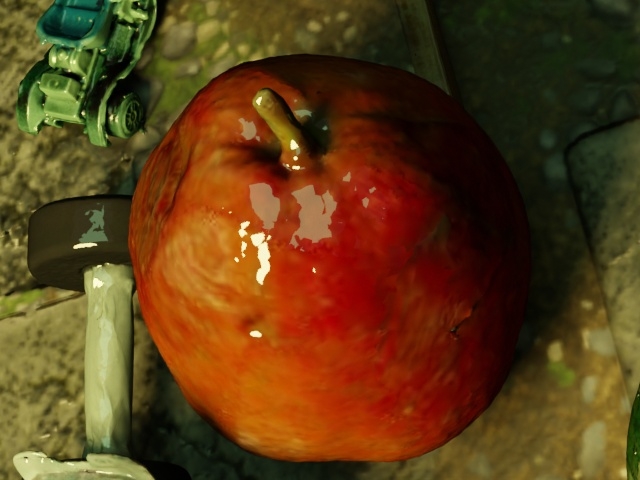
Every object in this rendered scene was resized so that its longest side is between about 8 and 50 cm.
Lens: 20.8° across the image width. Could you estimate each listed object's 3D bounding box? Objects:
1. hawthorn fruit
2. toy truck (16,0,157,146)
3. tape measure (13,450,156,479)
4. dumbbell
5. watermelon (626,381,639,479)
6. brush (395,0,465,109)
[{"bbox_3d":[0.000,0.000,0.903,0.224,0.261,0.224,-2,71,6],"label":"hawthorn fruit"},{"bbox_3d":[-0.144,-0.140,1.098,0.080,0.078,0.154,11,80,24],"label":"toy truck"},{"bbox_3d":[-0.103,0.277,0.857,0.147,0.275,0.256,0,46,25],"label":"tape measure"},{"bbox_3d":[-0.123,0.076,1.017,0.100,0.100,0.191,-6,74,18],"label":"dumbbell"},{"bbox_3d":[0.262,0.101,0.796,0.242,0.242,0.242,-5,74,19],"label":"watermelon"},{"bbox_3d":[0.057,-0.205,1.054,0.065,0.070,0.327,-14,72,5],"label":"brush"}]
